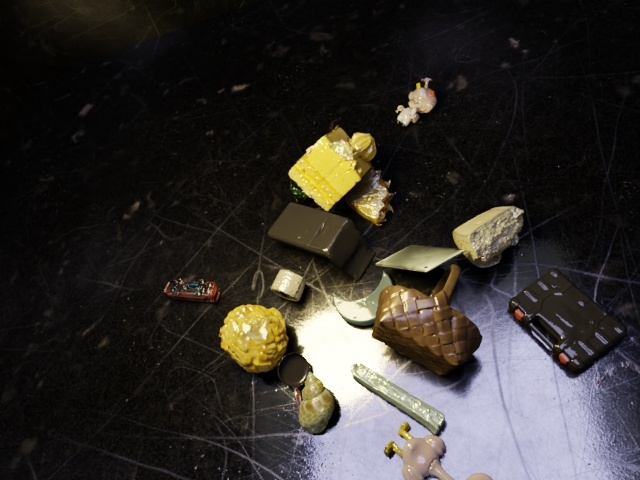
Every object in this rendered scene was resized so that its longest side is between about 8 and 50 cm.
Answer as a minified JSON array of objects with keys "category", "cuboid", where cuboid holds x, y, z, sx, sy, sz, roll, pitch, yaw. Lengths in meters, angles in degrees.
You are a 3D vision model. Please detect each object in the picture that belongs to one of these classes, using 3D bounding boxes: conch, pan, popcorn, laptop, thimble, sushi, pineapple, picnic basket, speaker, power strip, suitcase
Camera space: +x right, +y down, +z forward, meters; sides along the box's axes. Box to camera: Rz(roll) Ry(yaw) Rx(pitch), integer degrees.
[{"category":"conch","cuboid":[-0.014,0.534,1.523,0.116,0.106,0.173,20,76,34]},{"category":"pan","cuboid":[-0.082,0.490,1.605,0.114,0.040,0.212,-7,73,-16]},{"category":"popcorn","cuboid":[-0.228,0.334,1.660,0.249,0.190,0.251,3,68,-7]},{"category":"laptop","cuboid":[0.335,0.059,1.619,0.187,0.015,0.269,-24,15,-28]},{"category":"thimble","cuboid":[-0.121,0.172,1.783,0.115,0.102,0.090,10,64,32]},{"category":"sushi","cuboid":[-0.061,-0.251,2.012,0.123,0.127,0.225,-13,55,14]},{"category":"pineapple","cuboid":[0.196,-0.170,1.881,0.185,0.114,0.237,-4,61,17]},{"category":"picnic basket","cuboid":[0.353,0.215,1.482,0.336,0.293,0.338,1,66,-2]},{"category":"speaker","cuboid":[0.000,0.000,1.842,0.388,0.184,0.180,19,65,40]},{"category":"power strip","cuboid":[0.177,0.213,1.684,0.253,0.054,0.168,-22,57,5]},{"category":"suitcase","cuboid":[0.754,0.240,1.458,0.206,0.066,0.286,-35,54,-4]}]

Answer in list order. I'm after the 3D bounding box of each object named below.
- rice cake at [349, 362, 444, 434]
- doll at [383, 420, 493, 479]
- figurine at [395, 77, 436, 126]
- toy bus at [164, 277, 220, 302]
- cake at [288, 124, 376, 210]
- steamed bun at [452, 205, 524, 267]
[{"category":"rice cake","cuboid":[0.233,0.486,1.486,0.336,0.066,0.063,27,63,32]},{"category":"doll","cuboid":[0.351,0.663,1.320,0.365,0.094,0.160,32,64,30]},{"category":"figurine","cuboid":[0.427,-0.593,2.068,0.229,0.112,0.137,-49,48,2]},{"category":"toy bus","cuboid":[-0.517,0.204,1.906,0.234,0.096,0.074,3,60,21]},{"category":"cake","cuboid":[0.065,-0.301,1.813,0.286,0.222,0.227,-43,5,32]},{"category":"steamed bun","cuboid":[0.588,-0.010,1.607,0.225,0.200,0.171,-31,94,-4]}]
